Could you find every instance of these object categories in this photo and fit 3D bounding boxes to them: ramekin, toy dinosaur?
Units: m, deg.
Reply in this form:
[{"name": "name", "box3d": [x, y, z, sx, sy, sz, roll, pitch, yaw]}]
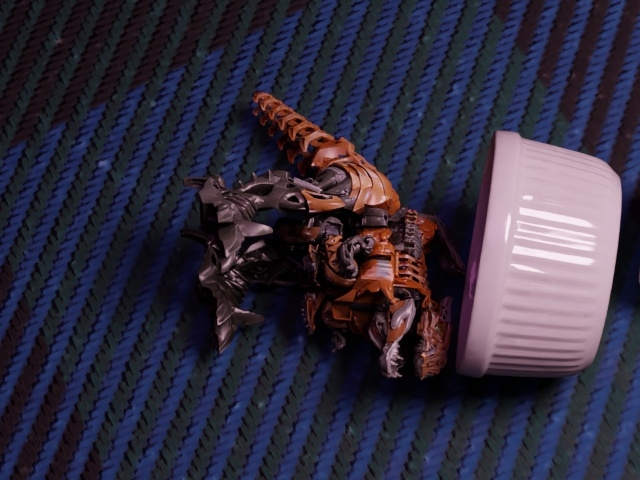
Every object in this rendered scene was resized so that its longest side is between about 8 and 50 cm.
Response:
[{"name": "ramekin", "box3d": [0.181, 0.017, 1.605, 0.109, 0.207, 0.207, 9, 64, 1]}, {"name": "toy dinosaur", "box3d": [0.000, 0.000, 1.689, 0.218, 0.164, 0.322, -13, 30, -16]}]
